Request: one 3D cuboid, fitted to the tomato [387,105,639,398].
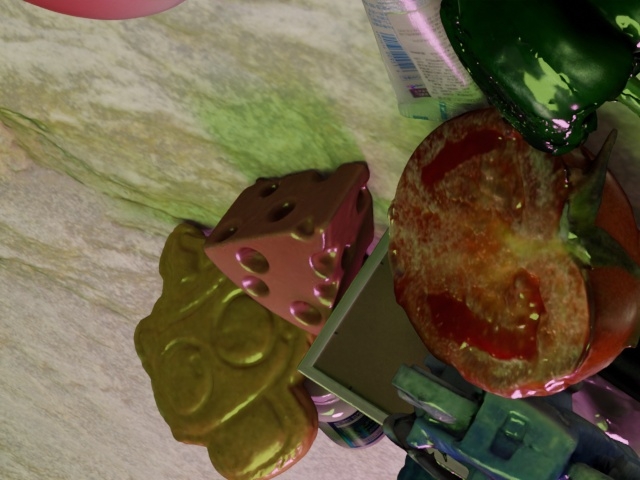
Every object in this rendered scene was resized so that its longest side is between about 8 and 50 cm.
[{"bbox_3d":[0.218,0.014,1.261,0.309,0.170,0.309,-1,89,56],"label":"tomato"}]

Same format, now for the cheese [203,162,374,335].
[{"bbox_3d":[-0.002,0.018,1.497,0.203,0.128,0.177,-9,127,40],"label":"cheese"}]

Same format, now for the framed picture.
[{"bbox_3d":[0.140,0.137,1.459,0.274,0.217,0.017,35,-179,-1],"label":"framed picture"}]

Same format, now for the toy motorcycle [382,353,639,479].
[{"bbox_3d":[0.233,0.207,1.322,0.319,0.241,0.182,29,113,25],"label":"toy motorcycle"}]

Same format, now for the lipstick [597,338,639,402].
[{"bbox_3d":[0.475,0.214,1.334,0.418,0.077,0.077,31,145,-6],"label":"lipstick"}]

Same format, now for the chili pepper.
[{"bbox_3d":[0.228,-0.149,1.065,0.261,0.174,0.165,47,152,0],"label":"chili pepper"}]

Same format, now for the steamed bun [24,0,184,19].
[{"bbox_3d":[-0.208,-0.329,1.125,0.309,0.309,0.309,22,142,18],"label":"steamed bun"}]

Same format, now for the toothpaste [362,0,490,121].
[{"bbox_3d":[0.085,-0.223,1.200,0.114,0.073,0.299,9,144,32],"label":"toothpaste"}]

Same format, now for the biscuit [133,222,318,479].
[{"bbox_3d":[-0.123,0.133,1.604,0.269,0.051,0.376,-39,60,21],"label":"biscuit"}]

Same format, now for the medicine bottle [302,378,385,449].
[{"bbox_3d":[0.026,0.201,1.642,0.107,0.107,0.191,16,160,26],"label":"medicine bottle"}]

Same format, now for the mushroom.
[{"bbox_3d":[0.406,0.226,1.411,0.351,0.097,0.109,31,113,-2],"label":"mushroom"}]

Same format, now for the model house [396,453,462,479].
[{"bbox_3d":[0.182,0.371,1.604,0.329,0.251,0.295,18,178,17],"label":"model house"}]
